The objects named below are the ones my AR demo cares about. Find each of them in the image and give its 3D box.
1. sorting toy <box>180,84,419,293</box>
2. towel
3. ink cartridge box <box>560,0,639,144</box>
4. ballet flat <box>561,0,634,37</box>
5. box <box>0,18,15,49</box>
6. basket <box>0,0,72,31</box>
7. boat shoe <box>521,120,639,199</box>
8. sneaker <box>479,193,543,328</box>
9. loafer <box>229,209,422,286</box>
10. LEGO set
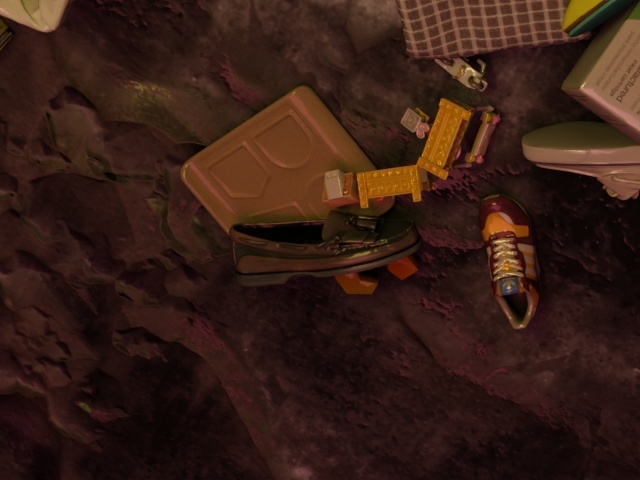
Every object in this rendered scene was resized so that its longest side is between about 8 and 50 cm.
[{"bbox_3d":[-0.015,-0.044,2.120,0.229,0.041,0.307,-32,108,25],"label":"sorting toy"},{"bbox_3d":[0.189,-0.338,1.781,0.235,0.121,0.284,-6,139,13],"label":"towel"},{"bbox_3d":[0.458,-0.182,1.809,0.278,0.117,0.201,34,94,-7],"label":"ink cartridge box"},{"bbox_3d":[0.345,-0.305,1.695,0.231,0.077,0.077,-29,84,47],"label":"ballet flat"},{"bbox_3d":[-0.524,-0.330,2.066,0.087,0.058,0.232,-31,108,30],"label":"box"},{"bbox_3d":[-0.374,-0.479,1.809,0.331,0.266,0.328,24,124,1],"label":"basket"},{"bbox_3d":[0.388,-0.096,1.946,0.267,0.096,0.088,0,116,6],"label":"boat shoe"},{"bbox_3d":[0.255,0.028,2.059,0.069,0.084,0.185,-12,117,22],"label":"sneaker"},{"bbox_3d":[0.000,0.000,2.066,0.267,0.096,0.084,-11,110,19],"label":"loafer"},{"bbox_3d":[0.135,-0.115,2.001,0.287,0.107,0.132,-48,69,29],"label":"LEGO set"}]
